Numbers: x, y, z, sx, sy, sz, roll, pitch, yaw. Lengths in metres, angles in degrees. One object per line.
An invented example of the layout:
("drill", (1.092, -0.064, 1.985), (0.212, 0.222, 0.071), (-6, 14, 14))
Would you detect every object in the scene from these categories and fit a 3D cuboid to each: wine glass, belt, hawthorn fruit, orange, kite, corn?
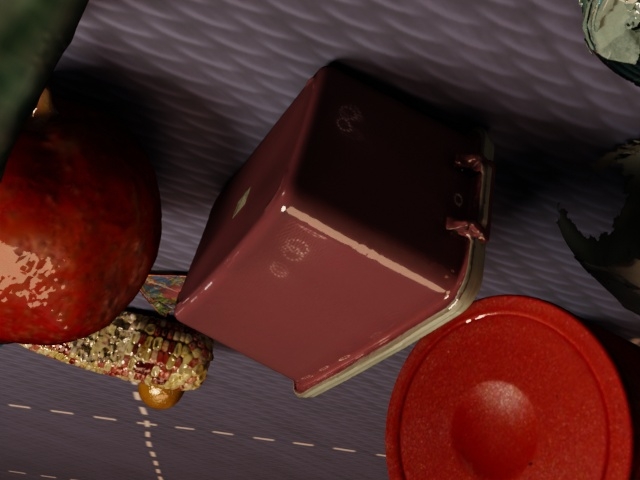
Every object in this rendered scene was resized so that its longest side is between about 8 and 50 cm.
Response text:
("wine glass", (0.353, 0.032, 0.667), (0.321, 0.143, 0.143), (33, 140, -33))
("belt", (0.233, -0.150, 0.467), (0.140, 0.058, 0.105), (18, 144, -16))
("hawthorn fruit", (-0.240, -0.033, 0.628), (0.215, 0.215, 0.250), (7, 127, 0))
("orange", (-0.261, 0.242, 1.204), (0.085, 0.085, 0.085), (5, 149, 3))
("kite", (-0.182, 0.069, 0.961), (0.159, 0.010, 0.190), (28, 145, -33))
("corn", (-0.295, 0.141, 1.024), (0.289, 0.098, 0.098), (18, 147, -12))

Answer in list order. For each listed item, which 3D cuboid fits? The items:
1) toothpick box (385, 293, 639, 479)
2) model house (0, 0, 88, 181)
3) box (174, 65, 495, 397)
("toothpick box", (0.237, 0.183, 0.613), (0.333, 0.204, 0.204), (22, 147, -40))
("model house", (-0.306, -0.185, 0.360), (0.360, 0.297, 0.339), (26, 176, -28))
("box", (0.000, 0.000, 0.643), (0.167, 0.193, 0.294), (26, 143, -18))
